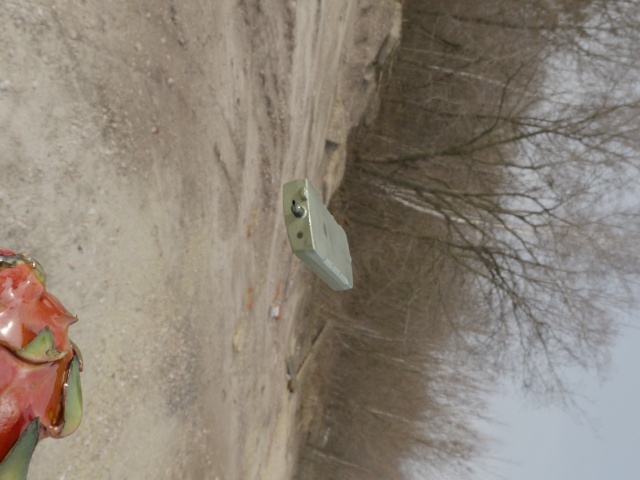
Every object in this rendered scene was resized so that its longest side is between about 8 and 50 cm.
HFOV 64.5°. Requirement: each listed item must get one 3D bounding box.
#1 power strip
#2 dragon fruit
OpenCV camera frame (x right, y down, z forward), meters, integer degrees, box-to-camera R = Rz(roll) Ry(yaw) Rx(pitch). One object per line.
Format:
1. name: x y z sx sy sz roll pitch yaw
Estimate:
1. power strip: 0.000 0.000 0.568 0.227 0.029 0.080 49 31 -67
2. dragon fruit: -0.358 0.131 0.536 0.224 0.223 0.227 -66 170 -62
